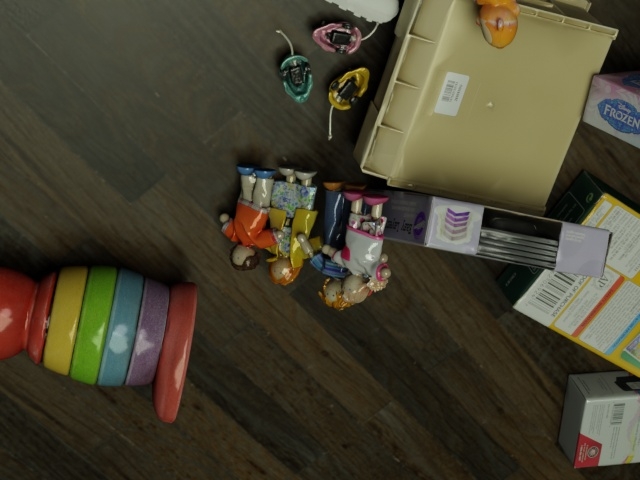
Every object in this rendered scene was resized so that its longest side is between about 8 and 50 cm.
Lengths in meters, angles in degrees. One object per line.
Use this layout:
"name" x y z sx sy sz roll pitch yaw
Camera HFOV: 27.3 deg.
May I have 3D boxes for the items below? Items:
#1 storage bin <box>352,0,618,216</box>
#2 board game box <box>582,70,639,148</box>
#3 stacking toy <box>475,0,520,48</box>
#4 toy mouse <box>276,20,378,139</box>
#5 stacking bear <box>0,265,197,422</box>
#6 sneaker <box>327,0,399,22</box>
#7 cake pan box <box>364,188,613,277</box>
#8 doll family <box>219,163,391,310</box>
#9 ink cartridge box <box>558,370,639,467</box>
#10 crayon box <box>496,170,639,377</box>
"storage bin" 0.195 -0.189 1.645 0.260 0.123 0.262 11 115 -18
"board game box" 0.541 -0.130 1.587 0.319 0.318 0.065 -10 121 -37
"stacking toy" 0.185 -0.361 1.458 0.166 0.175 0.301 -6 109 0
"toy mouse" -0.002 -0.226 1.630 0.143 0.031 0.161 29 108 -25
"stacking bear" -0.312 0.107 1.670 0.289 0.175 0.164 10 117 -10
"sneaker" 0.005 -0.336 1.546 0.235 0.090 0.094 25 100 -25
"cake pan box" 0.198 -0.012 1.661 0.246 0.267 0.070 8 91 -20
"doll family" 0.000 0.000 1.672 0.118 0.263 0.163 -13 114 -56
"ink cartridge box" 0.458 0.265 1.977 0.175 0.072 0.127 -3 118 -12
"crayon box" 0.437 0.066 1.861 0.323 0.083 0.203 29 108 -24
